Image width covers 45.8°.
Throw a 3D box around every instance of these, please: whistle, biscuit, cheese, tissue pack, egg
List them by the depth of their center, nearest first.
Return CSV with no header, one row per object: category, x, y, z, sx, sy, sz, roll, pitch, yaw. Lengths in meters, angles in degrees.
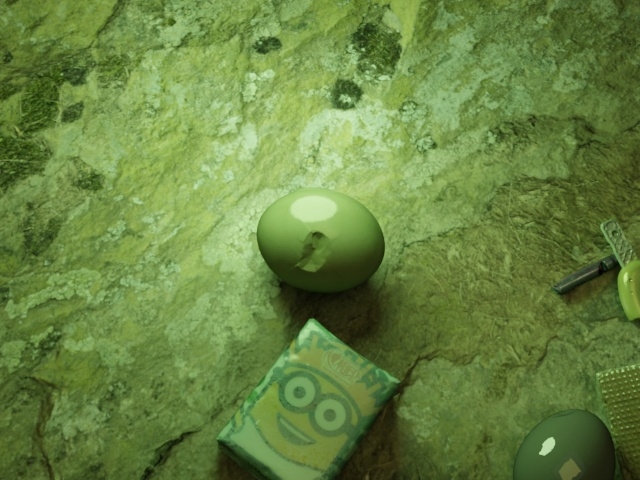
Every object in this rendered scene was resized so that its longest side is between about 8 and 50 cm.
egg,0.468,0.428,1.446,0.176,0.176,0.232,33,70,10
biscuit,0.660,0.454,1.479,0.144,0.078,0.425,-19,65,21
tissue pack,-0.022,0.342,1.480,0.228,0.128,0.311,36,68,11
egg,0.000,0.000,1.572,0.269,0.219,0.219,8,67,0
cheese,0.686,0.071,1.656,0.127,0.050,0.255,-26,80,-7
whistle,0.590,0.075,1.677,0.177,0.033,0.033,-25,71,-13
